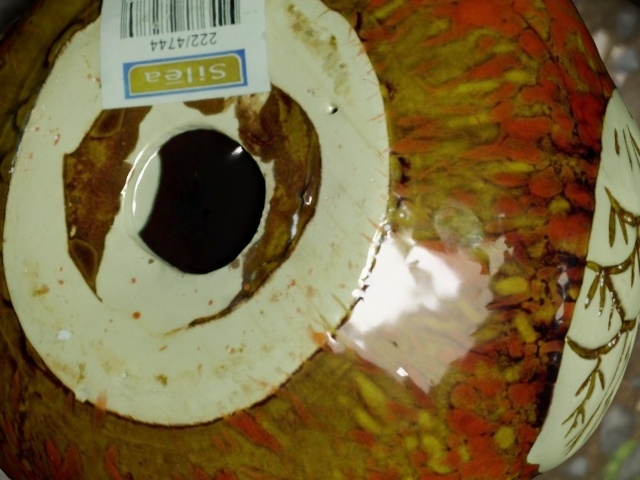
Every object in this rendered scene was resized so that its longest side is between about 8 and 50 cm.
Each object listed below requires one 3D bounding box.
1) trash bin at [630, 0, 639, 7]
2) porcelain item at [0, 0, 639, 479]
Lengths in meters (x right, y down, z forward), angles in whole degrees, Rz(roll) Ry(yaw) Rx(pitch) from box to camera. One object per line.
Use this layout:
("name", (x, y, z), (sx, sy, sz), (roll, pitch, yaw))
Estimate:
("trash bin", (0.152, -0.184, 0.638), (0.343, 0.158, 0.223), (26, 101, -42))
("porcelain item", (0.000, 0.000, 0.642), (0.253, 0.253, 0.253), (-7, 107, -23))
